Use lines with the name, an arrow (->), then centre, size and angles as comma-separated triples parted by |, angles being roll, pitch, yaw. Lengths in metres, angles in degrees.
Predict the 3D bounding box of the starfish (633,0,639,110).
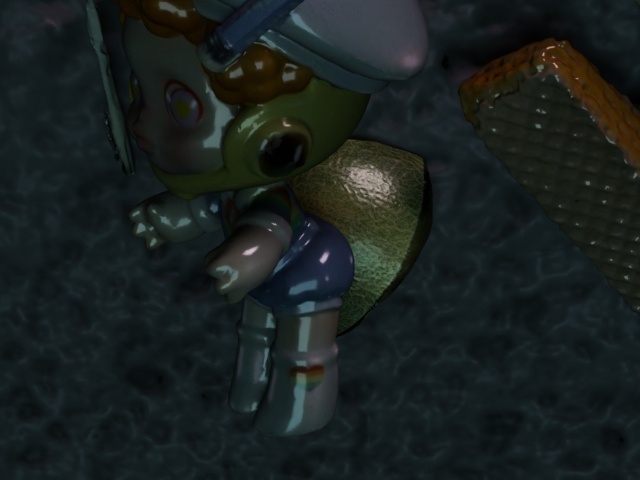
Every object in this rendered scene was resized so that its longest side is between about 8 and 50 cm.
starfish -> 0.286, -0.108, 1.295 | 0.231, 0.048, 0.295 | 23, 128, -15

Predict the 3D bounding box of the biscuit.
biscuit -> 0.243, 0.003, 1.338 | 0.094, 0.054, 0.379 | -23, 122, 38

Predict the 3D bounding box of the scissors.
scissors -> -0.159, -0.163, 1.276 | 0.022, 0.109, 0.300 | -12, 130, -5

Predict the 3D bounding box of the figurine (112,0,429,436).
figurine -> -0.035, -0.068, 1.252 | 0.205, 0.224, 0.382 | -14, 127, -21

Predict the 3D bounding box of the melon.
melon -> 0.000, 0.000, 1.352 | 0.128, 0.079, 0.160 | 28, 115, -15
